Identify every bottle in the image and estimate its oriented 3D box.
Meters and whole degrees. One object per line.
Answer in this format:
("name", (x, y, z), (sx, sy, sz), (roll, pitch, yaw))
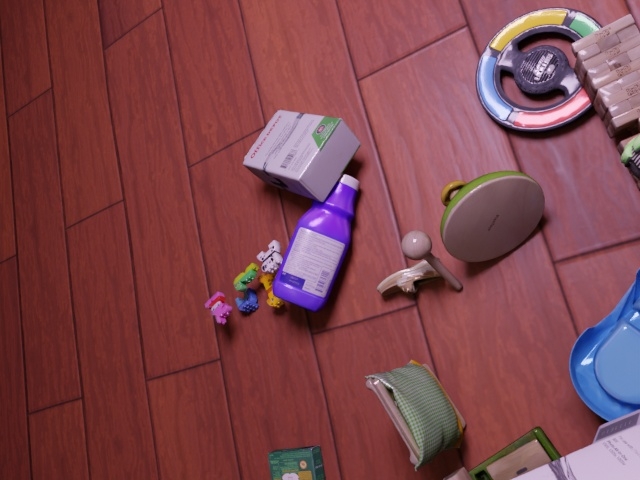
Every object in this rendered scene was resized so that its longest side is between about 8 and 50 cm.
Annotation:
("bottle", (0.000, 0.000, 1.086), (0.118, 0.092, 0.282), (21, 85, -2))

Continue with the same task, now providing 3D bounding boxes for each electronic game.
("electronic game", (0.392, -0.303, 0.945), (0.229, 0.048, 0.229), (-5, 80, 29))

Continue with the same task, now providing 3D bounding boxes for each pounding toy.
("pounding toy", (0.260, -0.047, 0.934), (0.237, 0.183, 0.110), (-44, 39, 21))

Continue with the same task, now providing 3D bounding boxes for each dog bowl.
("dog bowl", (0.512, 0.143, 0.796), (0.166, 0.074, 0.297), (41, 104, 28))

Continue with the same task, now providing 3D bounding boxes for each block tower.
("block tower", (0.504, -0.169, 0.815), (0.091, 0.097, 0.335), (-25, 79, 19))

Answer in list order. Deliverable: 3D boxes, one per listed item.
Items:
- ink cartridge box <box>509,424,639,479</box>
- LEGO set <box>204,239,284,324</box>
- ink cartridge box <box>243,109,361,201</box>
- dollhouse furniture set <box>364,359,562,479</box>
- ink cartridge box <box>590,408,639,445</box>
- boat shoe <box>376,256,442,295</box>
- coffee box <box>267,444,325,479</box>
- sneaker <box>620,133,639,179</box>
("ink cartridge box", (0.335, 0.393, 0.653), (0.289, 0.121, 0.211), (-27, 96, 5))
("LEGO set", (-0.137, 0.116, 1.159), (0.227, 0.087, 0.093), (-43, 50, 18))
("ink cartridge box", (-0.044, -0.181, 1.103), (0.208, 0.087, 0.153), (24, 77, 47))
("dollhouse furniture set", (0.240, 0.303, 0.854), (0.151, 0.198, 0.301), (-41, 66, 20))
("ink cartridge box", (0.537, 0.297, 0.664), (0.239, 0.060, 0.275), (49, 134, 12))
("boat shoe", (0.171, 0.078, 1.013), (0.135, 0.050, 0.045), (-30, 64, 23))
("coffee box", (-0.041, 0.517, 1.073), (0.113, 0.040, 0.184), (-18, 74, 27))
("sneaker", (0.629, -0.083, 0.629), (0.483, 0.185, 0.202), (6, 77, 12))
